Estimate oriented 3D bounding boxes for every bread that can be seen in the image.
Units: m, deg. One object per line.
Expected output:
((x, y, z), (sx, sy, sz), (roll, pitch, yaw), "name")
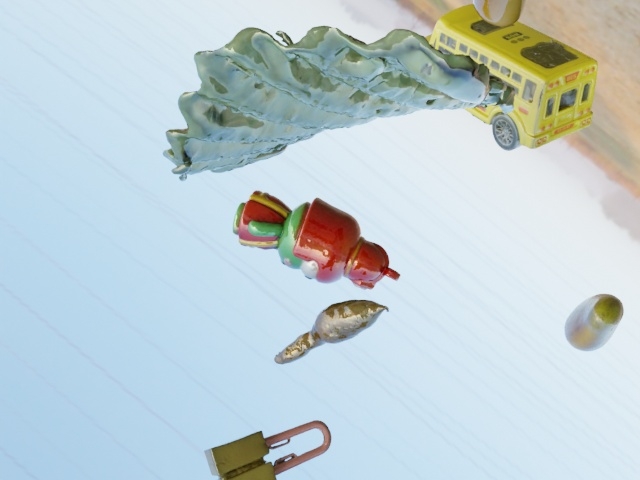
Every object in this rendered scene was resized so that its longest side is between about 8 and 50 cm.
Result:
((0.242, -0.368, 0.939), (0.239, 0.073, 0.093), (73, -172, -72), "bread")

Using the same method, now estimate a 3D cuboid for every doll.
((-0.001, 0.001, 1.505), (0.362, 0.160, 0.182), (26, -176, 6), "doll")

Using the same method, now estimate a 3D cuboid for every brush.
((-0.083, 0.382, 1.293), (0.233, 0.047, 0.103), (-14, -100, -30), "brush")

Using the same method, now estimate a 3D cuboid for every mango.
((0.618, 0.181, 1.629), (0.099, 0.136, 0.227), (37, 169, 16), "mango")

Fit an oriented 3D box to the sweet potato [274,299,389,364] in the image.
((0.018, 0.161, 1.348), (0.074, 0.269, 0.075), (38, -145, -33), "sweet potato")

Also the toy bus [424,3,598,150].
((0.278, -0.279, 1.172), (0.144, 0.152, 0.330), (-24, -136, -21), "toy bus")

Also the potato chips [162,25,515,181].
((0.013, -0.146, 0.776), (0.389, 0.373, 0.097), (-15, -87, -74), "potato chips")
